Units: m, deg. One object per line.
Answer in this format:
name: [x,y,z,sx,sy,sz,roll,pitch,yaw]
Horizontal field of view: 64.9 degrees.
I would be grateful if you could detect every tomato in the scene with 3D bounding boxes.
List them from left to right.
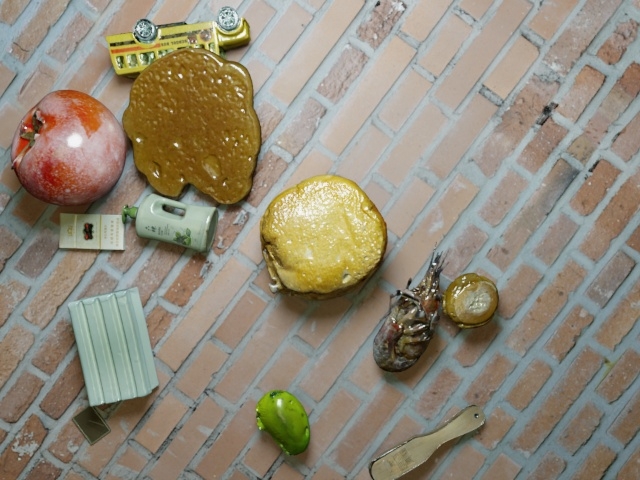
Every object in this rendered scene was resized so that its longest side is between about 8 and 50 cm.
tomato: [-0.585,-0.209,1.190,0.270,0.227,0.271,-10,71,31]

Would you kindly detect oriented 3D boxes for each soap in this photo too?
soap: [-0.520,0.265,1.272,0.159,0.087,0.266,-12,91,2]

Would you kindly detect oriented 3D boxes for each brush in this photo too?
brush: [0.266,0.509,1.275,0.327,0.065,0.070,-27,84,-7]

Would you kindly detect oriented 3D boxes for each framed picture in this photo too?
framed picture: [-0.601,0.482,1.320,0.066,0.006,0.089,-37,90,2]

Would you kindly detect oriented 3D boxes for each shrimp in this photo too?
shrimp: [0.225,0.166,1.233,0.145,0.116,0.344,22,98,-1]

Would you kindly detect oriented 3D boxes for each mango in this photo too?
mango: [-0.086,0.454,1.261,0.119,0.100,0.179,-22,101,38]

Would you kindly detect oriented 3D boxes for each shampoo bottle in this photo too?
shampoo bottle: [-0.384,-0.050,1.262,0.233,0.087,0.118,13,95,2]

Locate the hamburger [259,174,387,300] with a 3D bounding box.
hamburger: [0.000,0.000,1.211,0.313,0.170,0.290,-25,87,3]

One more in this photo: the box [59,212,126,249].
box: [-0.588,-0.023,1.300,0.166,0.024,0.090,2,92,1]

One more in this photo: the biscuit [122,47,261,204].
biscuit: [-0.298,-0.261,1.230,0.358,0.074,0.382,-23,109,12]

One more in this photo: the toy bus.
toy bus: [-0.339,-0.479,1.238,0.334,0.121,0.123,-7,100,2]

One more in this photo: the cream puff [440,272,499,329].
cream puff: [0.367,0.145,1.236,0.143,0.103,0.126,-35,94,2]
